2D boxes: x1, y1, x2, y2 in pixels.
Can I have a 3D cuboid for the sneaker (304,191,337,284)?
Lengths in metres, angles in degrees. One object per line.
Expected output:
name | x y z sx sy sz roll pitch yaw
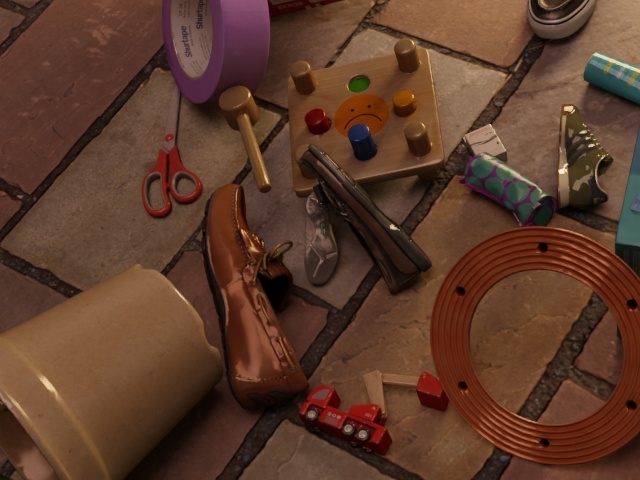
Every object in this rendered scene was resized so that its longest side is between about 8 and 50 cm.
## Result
sneaker | 0.000 0.000 1.996 0.054 0.061 0.152 2 75 -3

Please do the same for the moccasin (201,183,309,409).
moccasin | -0.097 0.072 1.917 0.147 0.139 0.380 -17 54 3

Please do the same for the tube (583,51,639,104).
tube | 0.534 -0.248 2.017 0.207 0.052 0.080 27 74 24

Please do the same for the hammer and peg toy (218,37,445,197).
hammer and peg toy | 0.020 -0.183 2.069 0.361 0.127 0.266 -12 55 9

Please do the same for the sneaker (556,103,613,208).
sneaker | 0.422 -0.132 1.959 0.086 0.064 0.192 2 59 11

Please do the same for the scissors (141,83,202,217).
scissors | -0.281 -0.167 2.209 0.109 0.021 0.297 -19 55 5

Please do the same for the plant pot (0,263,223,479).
plant pot | -0.325 0.204 1.807 0.305 0.334 0.334 -38 54 -24

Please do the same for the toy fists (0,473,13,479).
toy fists | -0.429 0.430 1.762 0.096 0.142 0.279 -43 55 -10

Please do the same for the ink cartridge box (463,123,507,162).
ink cartridge box | 0.270 -0.159 2.038 0.048 0.028 0.083 -24 53 -1

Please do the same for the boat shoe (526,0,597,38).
boat shoe | 0.444 -0.505 2.171 0.121 0.119 0.335 13 61 24

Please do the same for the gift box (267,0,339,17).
gift box | -0.031 -0.582 2.285 0.255 0.276 0.258 -3 55 30

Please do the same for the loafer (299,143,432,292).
loafer | 0.055 -0.031 1.912 0.084 0.096 0.267 -45 91 6

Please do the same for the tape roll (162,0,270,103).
tape roll | -0.188 -0.380 2.170 0.090 0.275 0.275 -7 47 -28

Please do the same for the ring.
ring | 0.310 0.144 1.689 0.337 0.032 0.336 6 103 27

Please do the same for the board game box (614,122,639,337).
board game box | 0.490 -0.060 1.765 0.079 0.254 0.336 9 59 19

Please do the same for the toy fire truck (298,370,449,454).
toy fire truck | 0.078 0.239 1.807 0.192 0.047 0.135 17 62 27

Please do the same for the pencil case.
pencil case | 0.297 -0.077 1.952 0.070 0.064 0.152 -43 55 -12
